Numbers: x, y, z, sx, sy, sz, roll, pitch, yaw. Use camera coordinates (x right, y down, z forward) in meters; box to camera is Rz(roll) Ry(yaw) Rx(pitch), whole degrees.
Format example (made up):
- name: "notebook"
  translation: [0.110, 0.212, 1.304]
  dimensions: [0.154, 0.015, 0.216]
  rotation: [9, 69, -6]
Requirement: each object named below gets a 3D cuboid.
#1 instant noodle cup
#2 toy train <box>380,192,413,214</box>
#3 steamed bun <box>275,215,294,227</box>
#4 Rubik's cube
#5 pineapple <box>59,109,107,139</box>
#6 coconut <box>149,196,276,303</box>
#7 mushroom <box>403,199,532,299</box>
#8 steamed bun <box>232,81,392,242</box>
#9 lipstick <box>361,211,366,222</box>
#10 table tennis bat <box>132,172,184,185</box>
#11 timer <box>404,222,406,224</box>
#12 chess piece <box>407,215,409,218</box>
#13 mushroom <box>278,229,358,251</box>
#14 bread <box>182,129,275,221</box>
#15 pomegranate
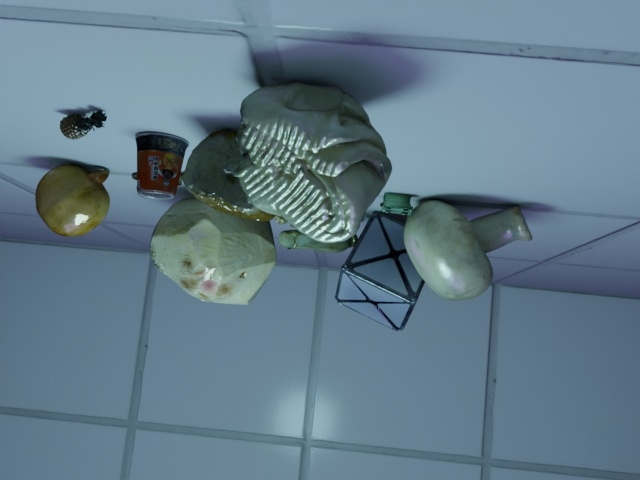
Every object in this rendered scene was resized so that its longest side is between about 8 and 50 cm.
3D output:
- name: "instant noodle cup"
  translation: [-0.376, -0.169, 1.576]
  dimensions: [0.127, 0.135, 0.127]
  rotation: [4, 171, 1]
- name: "toy train"
  translation: [0.214, -0.103, 1.900]
  dimensions: [0.093, 0.056, 0.038]
  rotation: [5, 154, -1]
- name: "steamed bun"
  translation: [-0.070, -0.093, 1.985]
  dimensions: [0.192, 0.106, 0.177]
  rotation: [4, 173, 2]
- name: "Rubik's cube"
  translation: [0.214, 0.101, 2.193]
  dimensions: [0.255, 0.260, 0.259]
  rotation: [23, 148, 10]
- name: "pineapple"
  translation: [-0.500, -0.249, 1.430]
  dimensions: [0.124, 0.058, 0.058]
  rotation: [-9, 164, 41]
- name: "coconut"
  translation: [-0.320, 0.027, 2.155]
  dimensions: [0.416, 0.344, 0.415]
  rotation: [8, 174, 1]
- name: "mushroom"
  translation: [0.391, 0.034, 1.915]
  dimensions: [0.356, 0.315, 0.315]
  rotation: [9, 175, 40]
- name: "steamed bun"
  translation: [0.002, -0.155, 1.176]
  dimensions: [0.280, 0.207, 0.268]
  rotation: [22, 140, 27]
- name: "lipstick"
  translation: [0.068, -0.080, 2.068]
  dimensions: [0.078, 0.078, 0.253]
  rotation: [5, 174, -13]
- name: "table tennis bat"
  translation: [-0.452, -0.179, 1.963]
  dimensions: [0.234, 0.022, 0.131]
  rotation: [0, 169, 43]
- name: "timer"
  translation: [0.315, -0.018, 2.283]
  dimensions: [0.136, 0.099, 0.136]
  rotation: [0, 160, 0]
- name: "chess piece"
  translation: [0.318, -0.075, 2.085]
  dimensions: [0.093, 0.042, 0.042]
  rotation: [-5, 167, 29]
- name: "mushroom"
  translation: [0.000, 0.000, 2.119]
  dimensions: [0.100, 0.081, 0.312]
  rotation: [-3, 179, 39]
- name: "bread"
  translation: [-0.175, -0.146, 1.481]
  dimensions: [0.196, 0.176, 0.246]
  rotation: [16, 176, 8]
- name: "pomegranate"
  translation: [-0.706, -0.114, 1.930]
  dimensions: [0.207, 0.207, 0.207]
  rotation: [6, 171, 1]
